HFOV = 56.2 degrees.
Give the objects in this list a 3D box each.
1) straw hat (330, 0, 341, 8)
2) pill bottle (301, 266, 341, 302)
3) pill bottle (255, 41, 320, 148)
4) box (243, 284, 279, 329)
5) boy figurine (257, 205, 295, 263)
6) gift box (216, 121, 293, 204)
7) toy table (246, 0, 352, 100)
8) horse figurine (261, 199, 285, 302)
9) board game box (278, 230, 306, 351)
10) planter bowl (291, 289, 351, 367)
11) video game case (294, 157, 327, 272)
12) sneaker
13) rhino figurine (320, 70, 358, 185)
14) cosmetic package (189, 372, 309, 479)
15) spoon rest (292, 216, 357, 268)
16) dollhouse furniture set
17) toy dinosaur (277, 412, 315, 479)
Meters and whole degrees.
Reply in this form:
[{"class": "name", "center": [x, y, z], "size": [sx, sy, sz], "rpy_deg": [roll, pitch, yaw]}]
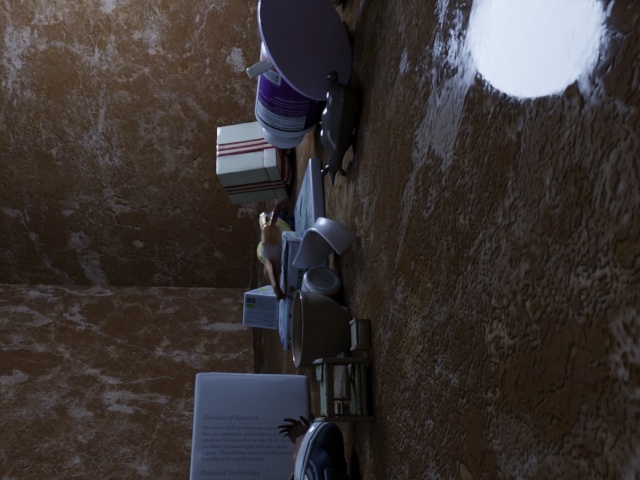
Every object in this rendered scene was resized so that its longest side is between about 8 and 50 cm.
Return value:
[{"class": "straw hat", "center": [0.020, -0.584, 1.434], "size": [0.061, 0.145, 0.144], "rpy_deg": [50, -161, -36]}, {"class": "pill bottle", "center": [-0.006, 0.144, 1.381], "size": [0.087, 0.087, 0.160], "rpy_deg": [-100, 15, -48]}, {"class": "pill bottle", "center": [-0.084, -0.413, 1.651], "size": [0.322, 0.182, 0.181], "rpy_deg": [105, 163, -51]}, {"class": "box", "center": [-0.153, 0.208, 1.899], "size": [0.203, 0.114, 0.103], "rpy_deg": [-10, -77, -74]}, {"class": "boy figurine", "center": [-0.127, -0.009, 1.884], "size": [0.092, 0.177, 0.285], "rpy_deg": [-40, 17, 22]}, {"class": "gift box", "center": [-0.232, -0.293, 2.265], "size": [0.276, 0.258, 0.254], "rpy_deg": [67, -163, -65]}, {"class": "toy table", "center": [-0.046, -0.445, 1.350], "size": [0.161, 0.252, 0.274], "rpy_deg": [-147, 37, -72]}, {"class": "horse figurine", "center": [-0.129, 0.022, 1.642], "size": [0.174, 0.066, 0.263], "rpy_deg": [-111, 22, -80]}, {"class": "board game box", "center": [-0.081, 0.138, 1.691], "size": [0.193, 0.053, 0.305], "rpy_deg": [-133, 45, -76]}, {"class": "planter bowl", "center": [0.003, 0.187, 1.264], "size": [0.162, 0.109, 0.161], "rpy_deg": [-177, 90, -79]}, {"class": "video game case", "center": [-0.032, -0.015, 1.695], "size": [0.300, 0.036, 0.328], "rpy_deg": [112, 158, -61]}, {"class": "sneaker", "center": [0.017, 0.505, 1.124], "size": [0.128, 0.126, 0.320], "rpy_deg": [-6, 61, 36]}, {"class": "rhino figurine", "center": [0.034, -0.227, 1.277], "size": [0.106, 0.073, 0.243], "rpy_deg": [-100, 14, -60]}, {"class": "cosmetic package", "center": [-0.210, 0.625, 1.742], "size": [0.329, 0.328, 0.393], "rpy_deg": [109, 161, -58]}, {"class": "spoon rest", "center": [0.000, 0.000, 1.331], "size": [0.137, 0.084, 0.276], "rpy_deg": [-46, 5, -16]}, {"class": "dollhouse furniture set", "center": [0.028, 0.251, 1.137], "size": [0.161, 0.101, 0.181], "rpy_deg": [122, 149, -70]}, {"class": "toy dinosaur", "center": [-0.027, 0.482, 1.364], "size": [0.295, 0.127, 0.200], "rpy_deg": [128, 150, -63]}]
